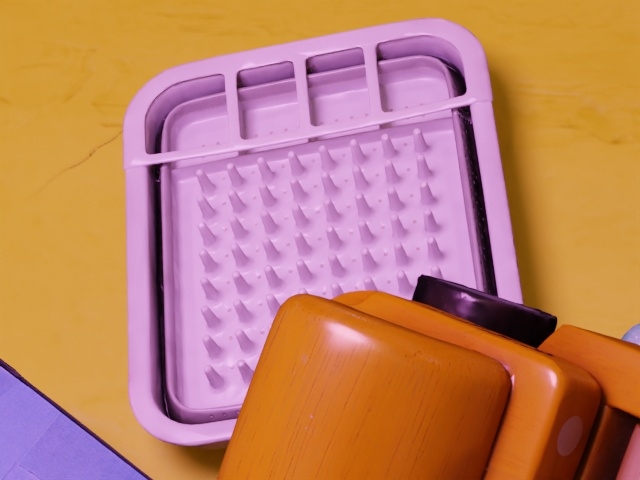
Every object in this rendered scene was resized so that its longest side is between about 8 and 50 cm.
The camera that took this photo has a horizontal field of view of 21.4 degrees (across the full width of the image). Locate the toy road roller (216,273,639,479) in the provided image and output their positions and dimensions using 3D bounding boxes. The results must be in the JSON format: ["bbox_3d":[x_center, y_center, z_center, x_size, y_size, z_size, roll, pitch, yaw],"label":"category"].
[{"bbox_3d":[0.094,0.139,0.963,0.329,0.240,0.203,21,93,41],"label":"toy road roller"}]

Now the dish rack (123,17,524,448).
[{"bbox_3d":[0.000,0.000,1.253,0.285,0.072,0.333,-10,56,8],"label":"dish rack"}]

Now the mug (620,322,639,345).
[{"bbox_3d":[0.266,0.125,1.085,0.129,0.097,0.158,-10,55,9],"label":"mug"}]

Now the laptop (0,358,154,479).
[{"bbox_3d":[-0.144,0.320,0.972,0.408,0.236,0.382,14,60,49],"label":"laptop"}]
